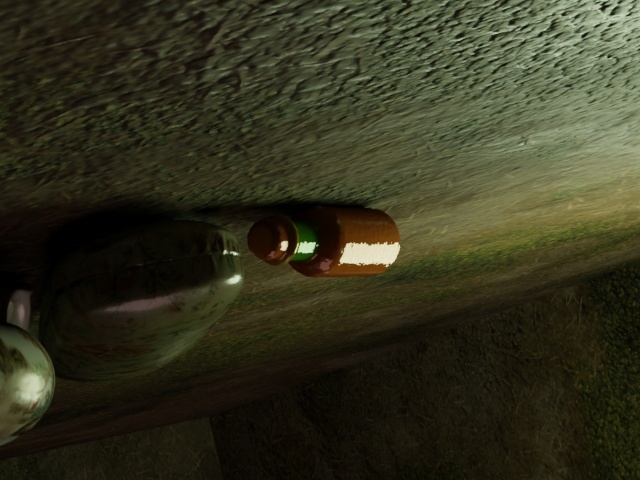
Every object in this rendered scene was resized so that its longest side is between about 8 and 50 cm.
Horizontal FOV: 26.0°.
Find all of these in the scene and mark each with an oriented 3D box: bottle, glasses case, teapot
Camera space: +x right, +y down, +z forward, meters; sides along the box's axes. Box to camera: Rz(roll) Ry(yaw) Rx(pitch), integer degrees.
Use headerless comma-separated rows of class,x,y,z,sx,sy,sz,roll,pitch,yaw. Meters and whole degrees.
bottle,0.000,0.000,1.258,0.069,0.069,0.187,-20,168,30
glasses case,-0.172,0.064,1.259,0.156,0.098,0.425,-9,170,-15
teapot,-0.309,0.089,1.111,0.204,0.139,0.298,12,176,6
